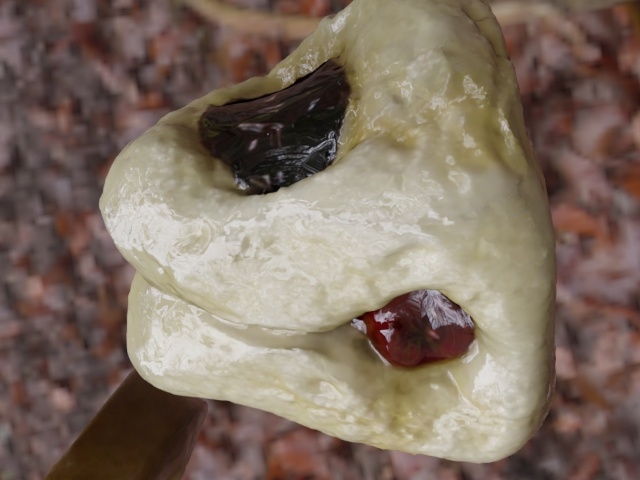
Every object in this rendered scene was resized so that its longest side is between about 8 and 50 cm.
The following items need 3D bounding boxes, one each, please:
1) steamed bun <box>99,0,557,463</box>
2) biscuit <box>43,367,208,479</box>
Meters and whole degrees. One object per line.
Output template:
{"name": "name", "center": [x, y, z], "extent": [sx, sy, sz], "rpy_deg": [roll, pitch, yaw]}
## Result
{"name": "steamed bun", "center": [0.000, 0.000, 0.726], "extent": [0.141, 0.155, 0.172], "rpy_deg": [-101, 2, -51]}
{"name": "biscuit", "center": [-0.188, 0.242, 1.100], "extent": [0.070, 0.394, 0.350], "rpy_deg": [36, 169, -1]}
